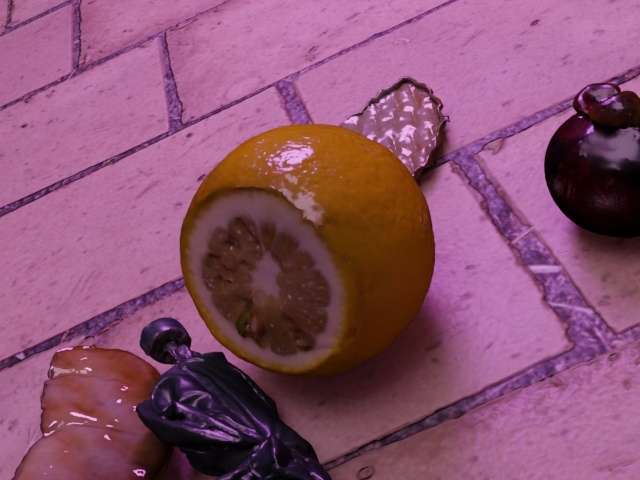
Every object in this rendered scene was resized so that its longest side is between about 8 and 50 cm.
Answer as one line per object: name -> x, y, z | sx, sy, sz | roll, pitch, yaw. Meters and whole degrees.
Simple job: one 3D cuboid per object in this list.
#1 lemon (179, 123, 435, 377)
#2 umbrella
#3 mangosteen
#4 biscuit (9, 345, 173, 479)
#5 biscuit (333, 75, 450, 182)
lemon -> 0.000, 0.000, 0.828 | 0.240, 0.241, 0.219 | 4, 25, 31
umbrella -> -0.083, 0.177, 0.763 | 0.094, 0.143, 0.349 | -53, 43, -1
mangosteen -> 0.288, -0.081, 0.816 | 0.152, 0.152, 0.152 | -15, 42, 14
biscuit -> -0.219, 0.186, 0.839 | 0.154, 0.045, 0.299 | -3, 24, -4
biscuit -> 0.045, -0.094, 1.041 | 0.273, 0.036, 0.187 | -30, 41, -4
